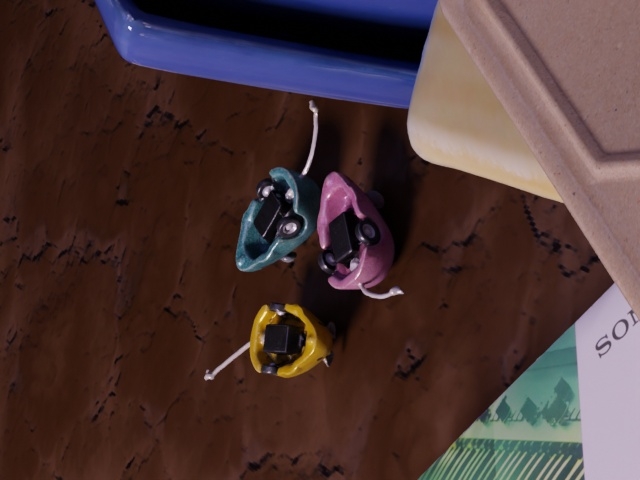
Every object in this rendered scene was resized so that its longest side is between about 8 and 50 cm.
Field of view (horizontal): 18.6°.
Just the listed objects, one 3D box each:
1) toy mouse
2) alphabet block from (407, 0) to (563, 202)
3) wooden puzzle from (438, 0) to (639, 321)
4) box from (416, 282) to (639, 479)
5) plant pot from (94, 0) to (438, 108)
[{"bbox_3d":[0.000,0.000,1.010,0.161,0.031,0.143,-9,73,54],"label":"toy mouse"},{"bbox_3d":[0.174,-0.086,0.639,0.197,0.192,0.193,22,101,55],"label":"alphabet block"},{"bbox_3d":[0.129,-0.088,0.504,0.221,0.044,0.238,-57,34,29],"label":"wooden puzzle"},{"bbox_3d":[0.133,0.190,0.735,0.232,0.058,0.322,-50,42,35],"label":"box"},{"bbox_3d":[-0.004,-0.200,0.906,0.212,0.236,0.236,-62,37,33],"label":"plant pot"}]
